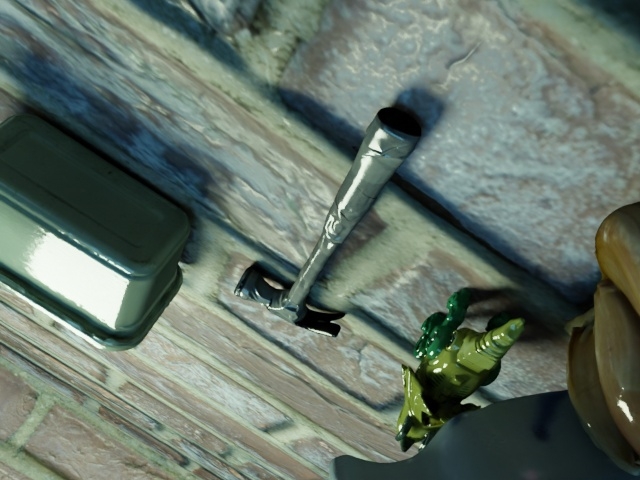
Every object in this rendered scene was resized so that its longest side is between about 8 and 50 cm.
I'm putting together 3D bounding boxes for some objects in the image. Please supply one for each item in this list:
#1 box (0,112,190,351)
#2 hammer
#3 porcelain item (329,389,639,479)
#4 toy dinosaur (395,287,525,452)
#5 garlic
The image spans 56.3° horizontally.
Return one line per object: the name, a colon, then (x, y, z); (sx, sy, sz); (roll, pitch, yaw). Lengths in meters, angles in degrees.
box: (-0.326, -0.017, 0.795); (0.312, 0.175, 0.182); (34, 139, -5)
hammer: (0.000, -0.001, 0.667); (0.152, 0.044, 0.426); (28, 147, 1)
porcelain item: (0.219, 0.265, 0.580); (0.406, 0.178, 0.242); (-8, 142, -4)
toy dinosaur: (0.150, 0.121, 0.630); (0.094, 0.153, 0.259); (27, 139, 2)
garlic: (0.285, 0.079, 0.455); (0.160, 0.191, 0.213); (0, 131, 1)
